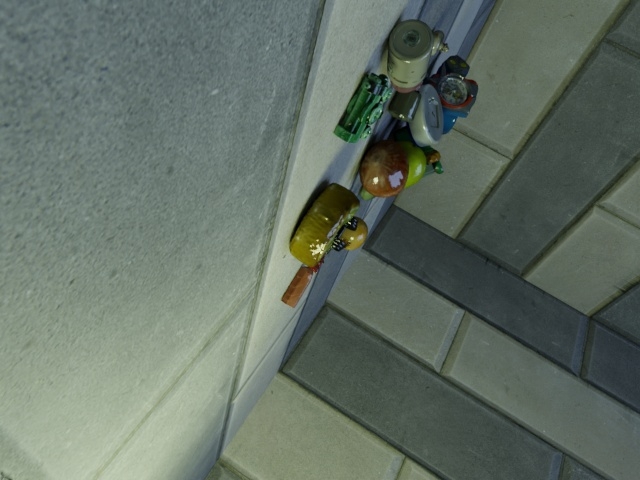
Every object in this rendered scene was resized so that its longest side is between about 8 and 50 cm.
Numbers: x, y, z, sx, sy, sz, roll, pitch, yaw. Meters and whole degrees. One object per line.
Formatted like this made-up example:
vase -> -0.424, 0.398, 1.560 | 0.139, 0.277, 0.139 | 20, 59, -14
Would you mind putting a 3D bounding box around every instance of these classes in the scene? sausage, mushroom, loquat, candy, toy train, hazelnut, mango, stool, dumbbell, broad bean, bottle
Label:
sausage -> -0.081, 0.165, 1.776 | 0.170, 0.065, 0.065 | -59, 171, -5
mushroom -> 0.401, -0.663, 1.613 | 0.085, 0.079, 0.085 | -60, 168, -21
loquat -> 0.136, -0.032, 2.068 | 0.163, 0.137, 0.163 | 17, 90, -73
candy -> 0.010, -0.043, 1.393 | 0.260, 0.117, 0.260 | -56, 173, -10
toy train -> 0.410, -0.394, 2.118 | 0.178, 0.249, 0.429 | -21, -167, 8
hazelnut -> 0.224, -0.259, 1.710 | 0.214, 0.176, 0.215 | 4, 90, -65
mango -> 0.294, -0.294, 1.894 | 0.272, 0.186, 0.149 | -9, -152, 50
stool -> 0.287, -0.463, 1.613 | 0.110, 0.096, 0.096 | -68, 169, 18
dumbbell -> 0.079, -0.033, 1.865 | 0.209, 0.099, 0.099 | -58, 171, -9
toy train -> 0.104, -0.320, 1.155 | 0.104, 0.071, 0.178 | -20, 143, -59
broad bean -> 0.262, -0.270, 2.117 | 0.228, 0.100, 0.169 | -56, 165, -7
bottle -> 0.226, -0.459, 1.230 | 0.110, 0.109, 0.233 | -59, 172, -1

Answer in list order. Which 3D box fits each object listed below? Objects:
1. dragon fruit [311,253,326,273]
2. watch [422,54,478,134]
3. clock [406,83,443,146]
dragon fruit -> -0.020, 0.024, 1.604 | 0.106, 0.083, 0.162 | 179, -67, -75
watch -> 0.526, -0.637, 2.085 | 0.274, 0.241, 0.306 | 127, -23, -72
clock -> 0.405, -0.483, 1.846 | 0.230, 0.083, 0.231 | 12, 76, -56
